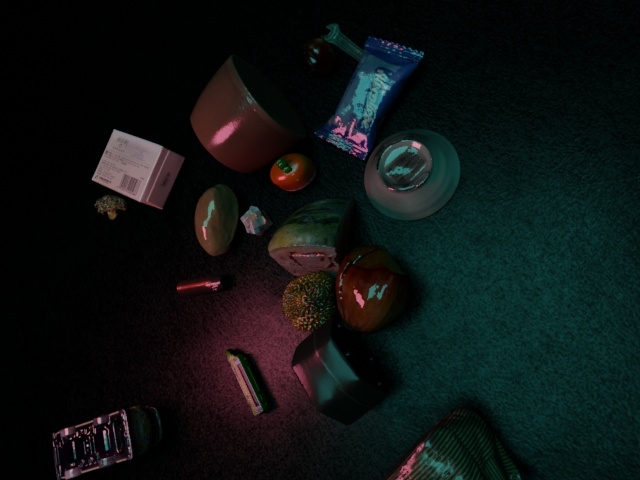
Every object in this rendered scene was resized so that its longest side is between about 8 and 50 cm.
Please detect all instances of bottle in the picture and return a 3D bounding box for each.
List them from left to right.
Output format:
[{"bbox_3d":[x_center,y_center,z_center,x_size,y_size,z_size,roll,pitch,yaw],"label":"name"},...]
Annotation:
[{"bbox_3d":[-0.367,0.142,1.329,0.164,0.060,0.060,-11,75,22],"label":"bottle"}]

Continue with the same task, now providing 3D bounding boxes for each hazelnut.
[{"bbox_3d":[0.118,0.121,1.048,0.181,0.181,0.212,-30,24,-6],"label":"hazelnut"}]

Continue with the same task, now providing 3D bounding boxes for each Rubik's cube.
[{"bbox_3d":[-0.198,-0.056,1.286,0.075,0.073,0.084,33,92,26],"label":"Rubik's cube"}]

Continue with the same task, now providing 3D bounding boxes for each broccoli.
[{"bbox_3d":[-0.768,-0.124,1.563,0.095,0.097,0.091,30,137,47],"label":"broccoli"}]

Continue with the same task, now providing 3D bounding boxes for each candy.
[{"bbox_3d":[0.131,-0.409,1.204,0.187,0.077,0.331,31,102,20],"label":"candy"}]

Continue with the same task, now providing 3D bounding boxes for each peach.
[{"bbox_3d":[0.000,-0.559,1.289,0.101,0.101,0.100,-5,78,23],"label":"peach"}]

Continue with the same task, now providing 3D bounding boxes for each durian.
[{"bbox_3d":[-0.029,0.168,1.133,0.168,0.137,0.158,-21,70,30],"label":"durian"}]

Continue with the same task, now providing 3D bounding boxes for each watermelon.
[{"bbox_3d":[0.000,0.000,1.167,0.213,0.201,0.261,-5,33,26],"label":"watermelon"}]

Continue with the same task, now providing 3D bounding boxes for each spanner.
[{"bbox_3d":[0.108,-0.570,1.284,0.071,0.017,0.302,-49,65,10],"label":"spanner"}]

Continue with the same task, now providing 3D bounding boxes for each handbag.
[{"bbox_3d":[0.257,0.539,0.868,0.240,0.247,0.340,42,109,27],"label":"handbag"}]

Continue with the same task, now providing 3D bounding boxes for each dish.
[{"bbox_3d":[0.227,-0.186,1.117,0.261,0.085,0.260,-5,78,23],"label":"dish"}]

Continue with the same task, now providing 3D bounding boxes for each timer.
[{"bbox_3d":[-0.085,-0.201,1.240,0.136,0.136,0.099,-34,74,14],"label":"timer"}]

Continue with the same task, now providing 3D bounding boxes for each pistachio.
[{"bbox_3d":[-0.321,-0.064,1.319,0.136,0.136,0.225,0,86,24],"label":"pistachio"}]

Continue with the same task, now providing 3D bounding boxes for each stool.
[{"bbox_3d":[0.047,0.312,1.028,0.141,0.232,0.232,-42,66,9],"label":"stool"}]

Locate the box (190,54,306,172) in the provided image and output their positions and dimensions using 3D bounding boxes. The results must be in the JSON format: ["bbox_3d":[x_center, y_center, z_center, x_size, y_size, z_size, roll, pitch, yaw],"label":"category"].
[{"bbox_3d":[-0.217,-0.348,1.238,0.216,0.301,0.300,-36,68,18],"label":"box"}]

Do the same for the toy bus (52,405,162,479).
[{"bbox_3d":[-0.634,0.603,1.289,0.306,0.179,0.143,-24,72,18],"label":"toy bus"}]

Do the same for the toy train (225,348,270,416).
[{"bbox_3d":[-0.207,0.393,1.216,0.042,0.044,0.209,-37,68,14],"label":"toy train"}]

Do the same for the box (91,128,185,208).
[{"bbox_3d":[-0.643,-0.253,1.497,0.274,0.116,0.203,21,88,26],"label":"box"}]
